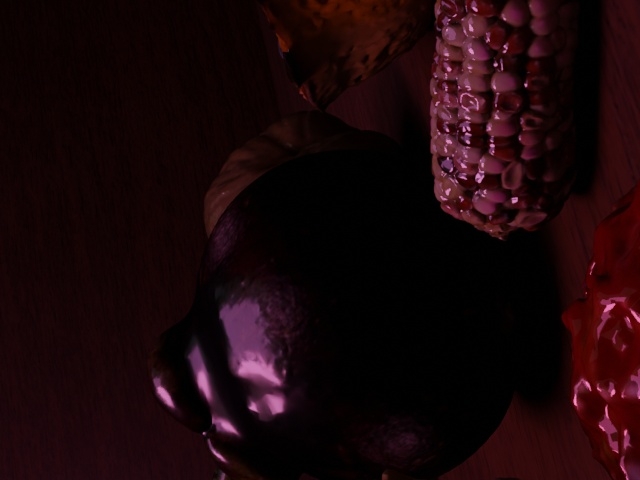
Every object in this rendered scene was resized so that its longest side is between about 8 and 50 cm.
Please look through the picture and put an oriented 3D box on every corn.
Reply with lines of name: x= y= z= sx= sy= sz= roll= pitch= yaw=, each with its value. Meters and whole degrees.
corn: x=0.110 y=-0.127 z=0.508 sx=0.092 sy=0.092 sz=0.280 roll=-109 pitch=12 yaw=-57

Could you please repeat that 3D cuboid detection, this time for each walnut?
walnut: x=-0.002 y=-0.001 z=1.031 sx=0.253 sy=0.282 sz=0.276 roll=-52 pitch=-27 yaw=-39

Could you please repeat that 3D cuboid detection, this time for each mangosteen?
mangosteen: x=0.008 y=0.068 z=0.748 sx=0.297 sy=0.314 sz=0.296 roll=-8 pitch=-90 yaw=-84

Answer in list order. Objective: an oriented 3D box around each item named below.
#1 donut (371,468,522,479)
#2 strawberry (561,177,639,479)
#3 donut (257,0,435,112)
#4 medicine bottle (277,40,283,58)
donut: x=0.080 y=0.252 z=0.355 sx=0.150 sy=0.371 sz=0.307 roll=130 pitch=162 yaw=-60
strawberry: x=0.152 y=0.079 z=0.316 sx=0.190 sy=0.111 sz=0.236 roll=114 pitch=144 yaw=-77
donut: x=-0.014 y=-0.319 z=0.821 sx=0.435 sy=0.164 sz=0.377 roll=-95 pitch=-19 yaw=-80
medicine bottle: x=-0.030 y=-0.346 z=1.550 sx=0.217 sy=0.091 sz=0.090 roll=-142 pitch=42 yaw=-84
